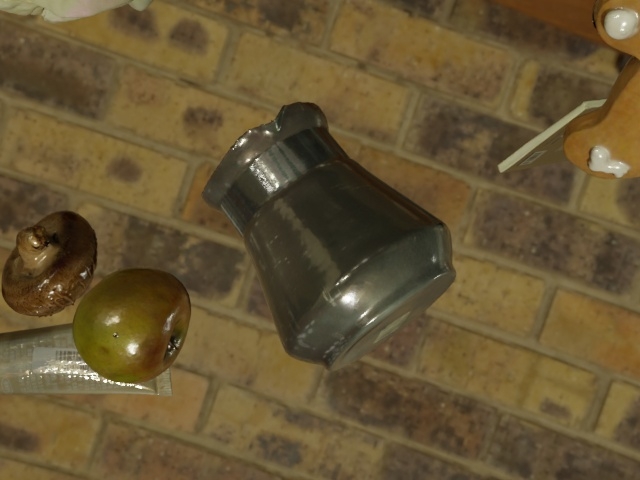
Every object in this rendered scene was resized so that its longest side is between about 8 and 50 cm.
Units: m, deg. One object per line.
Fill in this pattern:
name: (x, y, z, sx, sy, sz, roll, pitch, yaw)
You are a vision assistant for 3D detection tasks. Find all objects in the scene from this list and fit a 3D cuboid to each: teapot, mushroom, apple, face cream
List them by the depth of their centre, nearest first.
apple: (-0.136, 0.060, 0.709, 0.074, 0.089, 0.089, 36, -173, 11)
mushroom: (-0.276, 0.024, 0.991, 0.085, 0.109, 0.126, 21, -135, -18)
face cream: (-0.395, 0.177, 1.425, 0.341, 0.137, 0.084, -5, -173, -1)
teapot: (0.000, 0.000, 1.510, 0.362, 0.305, 0.376, 54, 160, 15)

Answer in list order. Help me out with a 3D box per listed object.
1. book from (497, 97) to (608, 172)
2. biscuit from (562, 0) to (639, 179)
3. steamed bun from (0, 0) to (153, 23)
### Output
book: (0.483, -0.195, 1.705, 0.310, 0.021, 0.217, -12, 162, -39)
biscuit: (0.342, -0.159, 0.861, 0.216, 0.047, 0.340, 17, 139, 2)
steamed bun: (-0.278, -0.390, 1.229, 0.280, 0.268, 0.207, -26, 131, 35)
